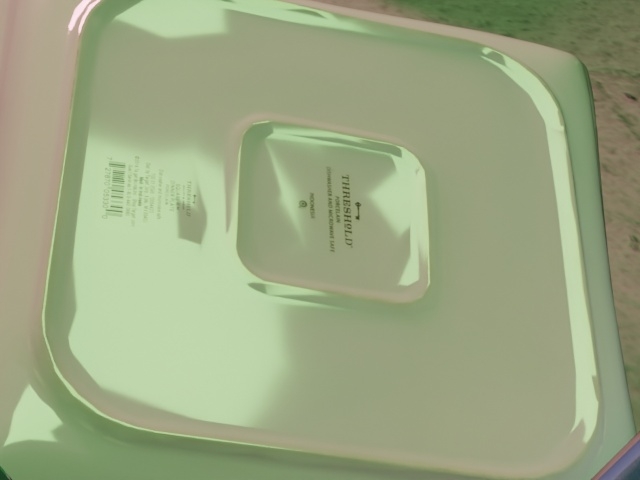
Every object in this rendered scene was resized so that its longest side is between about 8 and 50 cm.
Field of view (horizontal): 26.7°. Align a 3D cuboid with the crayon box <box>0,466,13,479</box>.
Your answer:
[{"bbox_3d":[-0.222,0.126,0.398,0.165,0.081,0.278,51,35,-9],"label":"crayon box"}]

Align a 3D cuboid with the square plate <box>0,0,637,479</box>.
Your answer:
[{"bbox_3d":[0.000,0.000,0.661,0.344,0.049,0.347,10,54,-14],"label":"square plate"}]

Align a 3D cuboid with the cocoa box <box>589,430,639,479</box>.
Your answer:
[{"bbox_3d":[0.251,0.111,0.513,0.228,0.231,0.347,46,42,15],"label":"cocoa box"}]
